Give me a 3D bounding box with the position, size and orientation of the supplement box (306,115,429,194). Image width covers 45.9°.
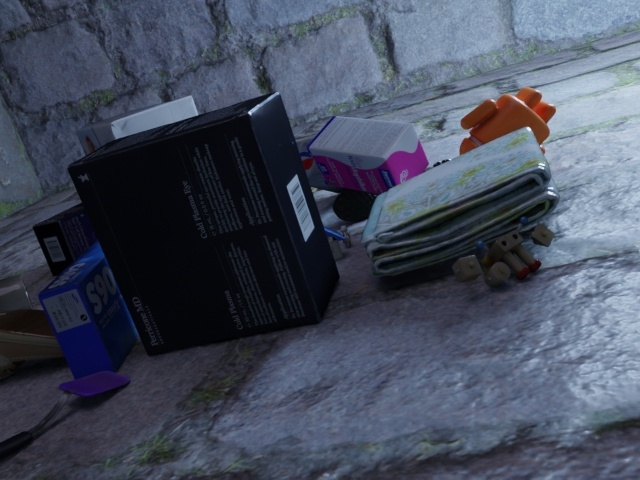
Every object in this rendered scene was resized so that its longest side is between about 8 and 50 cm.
[{"bbox_3d":[0.098,-0.177,1.577,0.220,0.111,0.114,12,54,42],"label":"supplement box"}]

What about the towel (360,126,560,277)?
[{"bbox_3d":[0.238,-0.069,1.304,0.320,0.090,0.374,-23,14,17],"label":"towel"}]

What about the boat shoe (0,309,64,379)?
[{"bbox_3d":[-0.583,0.194,1.380,0.340,0.110,0.121,1,13,13],"label":"boat shoe"}]

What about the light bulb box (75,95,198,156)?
[{"bbox_3d":[-0.432,-0.160,1.954,0.225,0.358,0.361,-24,15,-27],"label":"light bulb box"}]

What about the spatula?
[{"bbox_3d":[-0.401,0.259,1.084,0.084,0.030,0.296,5,27,37],"label":"spatula"}]

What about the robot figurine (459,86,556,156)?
[{"bbox_3d":[0.365,-0.204,1.512,0.219,0.158,0.128,-50,56,10],"label":"robot figurine"}]

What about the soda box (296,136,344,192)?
[{"bbox_3d":[0.023,-0.176,1.806,0.098,0.091,0.286,-11,-7,24],"label":"soda box"}]

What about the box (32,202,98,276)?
[{"bbox_3d":[-0.661,-0.013,2.089,0.108,0.153,0.207,-9,19,29],"label":"box"}]

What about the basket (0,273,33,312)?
[{"bbox_3d":[-0.704,0.165,1.541,0.226,0.154,0.204,-20,5,-20],"label":"basket"}]

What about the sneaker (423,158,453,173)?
[{"bbox_3d":[0.270,-0.150,1.679,0.169,0.068,0.071,-3,16,45],"label":"sneaker"}]

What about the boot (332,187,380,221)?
[{"bbox_3d":[0.121,-0.116,1.720,0.246,0.083,0.161,-41,-2,-13],"label":"boot"}]

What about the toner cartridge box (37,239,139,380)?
[{"bbox_3d":[-0.381,0.100,1.365,0.075,0.165,0.348,-15,16,6],"label":"toner cartridge box"}]

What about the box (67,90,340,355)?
[{"bbox_3d":[-0.175,-0.025,1.225,0.312,0.343,0.179,-13,18,16],"label":"box"}]

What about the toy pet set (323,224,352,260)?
[{"bbox_3d":[0.000,0.000,1.462,0.122,0.065,0.114,-20,15,-4],"label":"toy pet set"}]

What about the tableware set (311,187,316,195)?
[{"bbox_3d":[-0.056,-0.133,2.068,0.168,0.020,0.141,-11,17,24],"label":"tableware set"}]

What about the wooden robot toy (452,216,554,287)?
[{"bbox_3d":[0.262,0.034,1.100,0.173,0.076,0.079,-26,-18,-27],"label":"wooden robot toy"}]
